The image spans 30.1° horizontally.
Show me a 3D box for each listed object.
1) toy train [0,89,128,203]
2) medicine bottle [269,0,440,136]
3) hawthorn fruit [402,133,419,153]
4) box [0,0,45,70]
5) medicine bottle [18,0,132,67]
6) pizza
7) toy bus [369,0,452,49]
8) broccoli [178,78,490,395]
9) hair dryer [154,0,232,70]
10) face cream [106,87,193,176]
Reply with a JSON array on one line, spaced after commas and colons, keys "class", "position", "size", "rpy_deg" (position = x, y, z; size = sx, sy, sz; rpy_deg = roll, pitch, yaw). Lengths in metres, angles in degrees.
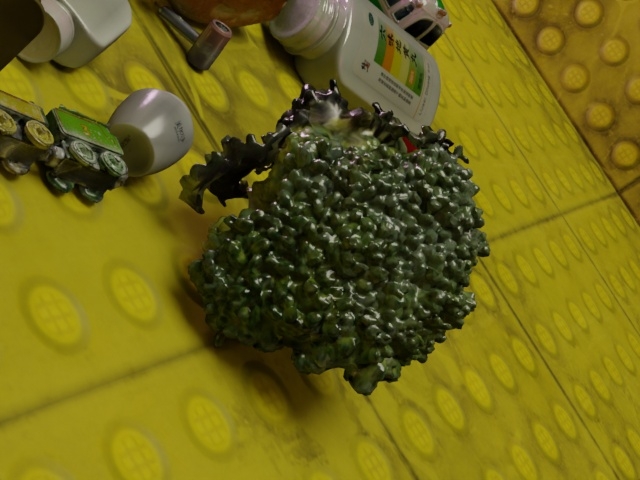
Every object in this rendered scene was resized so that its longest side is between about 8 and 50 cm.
[{"class": "toy train", "position": [-0.275, -0.098, 1.178], "size": [0.202, 0.060, 0.081], "rpy_deg": [21, 34, -51]}, {"class": "medicine bottle", "position": [0.060, -0.299, 1.947], "size": [0.324, 0.124, 0.179], "rpy_deg": [31, 61, -41]}, {"class": "hawthorn fruit", "position": [0.092, -0.042, 1.608], "size": [0.215, 0.215, 0.249], "rpy_deg": [52, 16, -6]}, {"class": "box", "position": [-0.365, -0.241, 1.091], "size": [0.201, 0.144, 0.090], "rpy_deg": [34, 28, -36]}, {"class": "medicine bottle", "position": [-0.288, -0.257, 1.341], "size": [0.119, 0.069, 0.183], "rpy_deg": [50, 23, -14]}, {"class": "pizza", "position": [-0.104, -0.387, 1.646], "size": [0.289, 0.229, 0.081], "rpy_deg": [-1, 62, -61]}, {"class": "toy bus", "position": [0.107, -0.476, 2.208], "size": [0.143, 0.179, 0.305], "rpy_deg": [18, 43, -53]}, {"class": "broccoli", "position": [0.012, -0.005, 1.328], "size": [0.324, 0.272, 0.334], "rpy_deg": [29, 66, -42]}, {"class": "hair dryer", "position": [-0.179, -0.289, 1.605], "size": [0.114, 0.063, 0.037], "rpy_deg": [40, 23, 3]}, {"class": "face cream", "position": [-0.191, -0.118, 1.315], "size": [0.091, 0.091, 0.095], "rpy_deg": [50, 32, -10]}]
